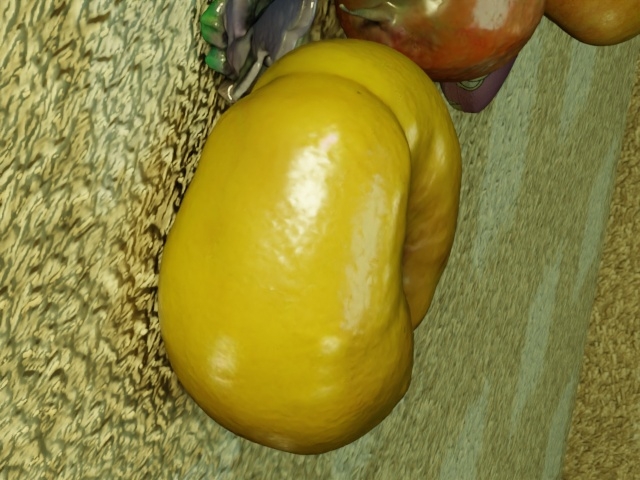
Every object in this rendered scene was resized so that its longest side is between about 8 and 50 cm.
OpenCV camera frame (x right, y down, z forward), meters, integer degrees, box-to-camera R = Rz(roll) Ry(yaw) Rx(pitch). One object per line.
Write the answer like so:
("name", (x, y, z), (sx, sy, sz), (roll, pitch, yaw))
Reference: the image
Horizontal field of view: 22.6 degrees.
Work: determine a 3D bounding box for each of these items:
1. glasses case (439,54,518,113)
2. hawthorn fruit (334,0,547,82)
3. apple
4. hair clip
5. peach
("glasses case", (0.168, -0.264, 1.450), (0.123, 0.075, 0.316), (67, 39, -63))
("hawthorn fruit", (0.070, -0.161, 1.092), (0.189, 0.149, 0.149), (-47, 151, -26))
("apple", (0.288, -0.290, 1.663), (0.155, 0.182, 0.182), (-48, 167, 9))
("hair clip", (-0.016, -0.156, 0.947), (0.195, 0.052, 0.124), (-52, 146, -46))
("peach", (0.000, 0.000, 0.944), (0.251, 0.153, 0.251), (18, 90, -84))
